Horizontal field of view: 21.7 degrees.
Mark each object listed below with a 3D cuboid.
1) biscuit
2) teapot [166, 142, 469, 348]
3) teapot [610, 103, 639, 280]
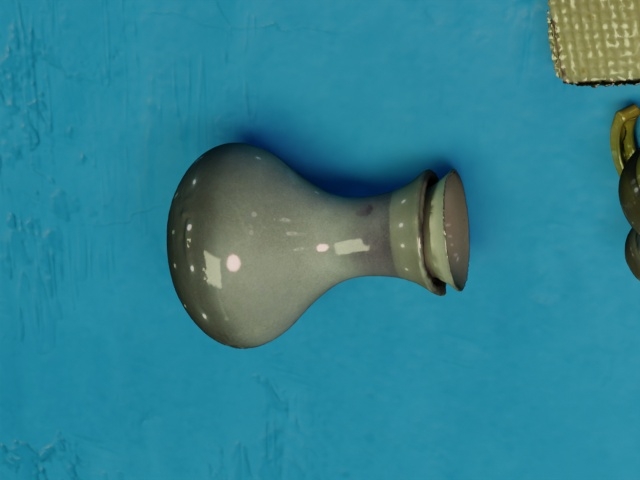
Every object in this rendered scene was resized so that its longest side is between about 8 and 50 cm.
[{"bbox_3d":[0.288,-0.194,1.255,0.250,0.046,0.147,-1,118,29],"label":"biscuit"},{"bbox_3d":[0.000,0.000,1.459,0.251,0.183,0.183,-4,118,16],"label":"teapot"},{"bbox_3d":[0.287,-0.034,1.323,0.165,0.130,0.119,52,154,32],"label":"teapot"}]
